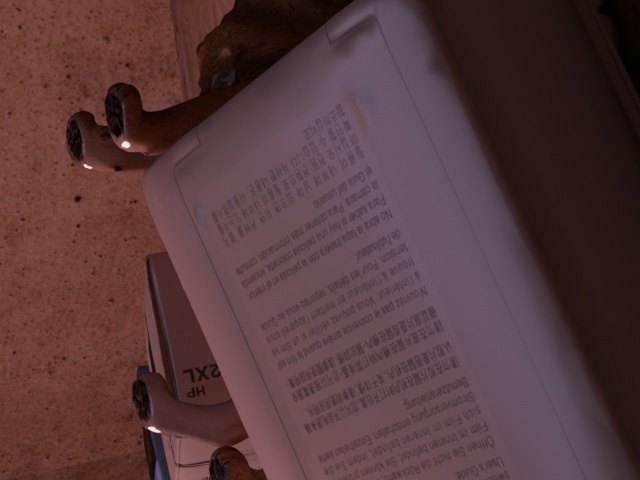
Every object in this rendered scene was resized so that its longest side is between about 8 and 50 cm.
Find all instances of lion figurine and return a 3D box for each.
[{"bbox_3d":[0.000,0.000,0.998,0.142,0.240,0.392,-31,69,61],"label":"lion figurine"}]

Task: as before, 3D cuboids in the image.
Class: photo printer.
[{"bbox_3d":[0.064,0.055,0.732,0.256,0.107,0.307,-33,80,52],"label":"photo printer"}]

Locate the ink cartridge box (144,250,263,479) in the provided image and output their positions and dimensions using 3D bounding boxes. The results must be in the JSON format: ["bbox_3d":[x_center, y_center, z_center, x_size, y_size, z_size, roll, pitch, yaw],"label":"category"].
[{"bbox_3d":[-0.008,0.085,1.222,0.307,0.223,0.129,109,149,-74],"label":"ink cartridge box"}]

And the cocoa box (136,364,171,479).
[{"bbox_3d":[-0.031,0.292,1.631,0.228,0.231,0.347,93,163,-59],"label":"cocoa box"}]

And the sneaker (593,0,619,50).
[{"bbox_3d":[0.076,-0.125,0.785,0.095,0.104,0.236,-129,27,-69],"label":"sneaker"}]
